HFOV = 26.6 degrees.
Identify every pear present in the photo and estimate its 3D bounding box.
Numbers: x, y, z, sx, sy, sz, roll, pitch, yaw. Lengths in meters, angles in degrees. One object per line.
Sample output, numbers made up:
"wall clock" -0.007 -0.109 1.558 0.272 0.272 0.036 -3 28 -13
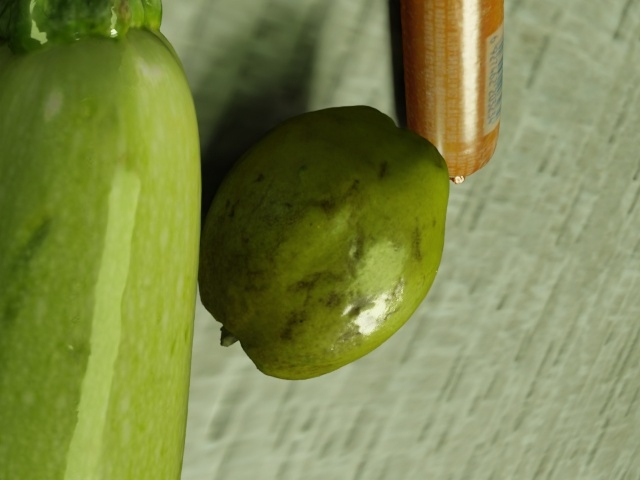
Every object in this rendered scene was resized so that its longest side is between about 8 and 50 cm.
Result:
"pear" 0.000 0.000 0.614 0.131 0.107 0.107 -47 148 -4

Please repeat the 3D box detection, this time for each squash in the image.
"squash" -0.084 0.013 0.481 0.137 0.137 0.287 2 109 -57

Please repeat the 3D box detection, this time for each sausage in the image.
"sausage" 0.060 -0.158 0.631 0.053 0.053 0.348 -43 145 -30
